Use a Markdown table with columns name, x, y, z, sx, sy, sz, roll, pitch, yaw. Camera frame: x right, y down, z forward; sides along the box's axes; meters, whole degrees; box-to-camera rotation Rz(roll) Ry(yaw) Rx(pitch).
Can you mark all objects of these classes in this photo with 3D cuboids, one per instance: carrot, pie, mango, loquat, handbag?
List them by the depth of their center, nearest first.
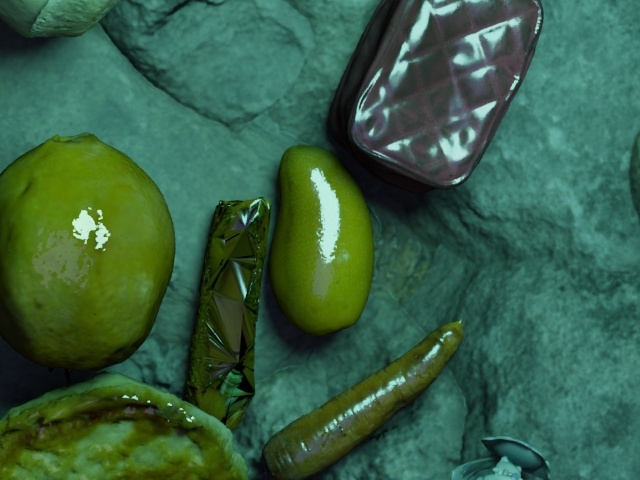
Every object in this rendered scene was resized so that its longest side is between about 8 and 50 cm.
| name | x | y | z | sx | sy | sz | roll | pitch | yaw |
| --- | --- | --- | --- | --- | --- | --- | --- | --- | --- |
| loquat | -0.220 | 0.019 | 1.507 | 0.187 | 0.176 | 0.234 | -1 | 97 | -41 |
| handbag | 0.107 | -0.158 | 1.553 | 0.146 | 0.135 | 0.225 | 26 | 89 | -9 |
| pie | -0.210 | 0.268 | 1.581 | 0.315 | 0.092 | 0.315 | -1 | 108 | -3 |
| mango | 0.000 | 0.000 | 1.585 | 0.102 | 0.085 | 0.184 | -3 | 87 | -4 |
| carrot | -0.088 | 0.068 | 1.595 | 0.069 | 0.069 | 0.229 | 7 | 96 | -8 |
| carrot | 0.047 | 0.159 | 1.625 | 0.248 | 0.059 | 0.059 | -35 | 100 | -4 |

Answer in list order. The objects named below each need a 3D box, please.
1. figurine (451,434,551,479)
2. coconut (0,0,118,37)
| name | x | y | z | sx | sy | sz | roll | pitch | yaw |
| --- | --- | --- | --- | --- | --- | --- | --- | --- | --- |
| figurine | 0.180 | 0.244 | 1.635 | 0.094 | 0.082 | 0.086 | 33 | 71 | -9 |
| coconut | -0.253 | -0.301 | 1.452 | 0.224 | 0.224 | 0.234 | -43 | 98 | 0 |
